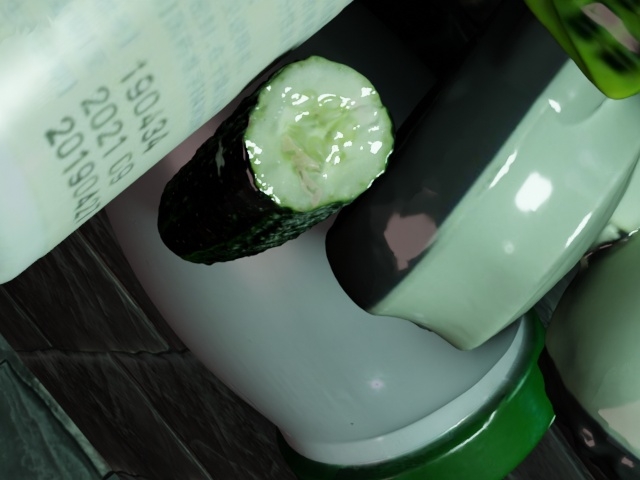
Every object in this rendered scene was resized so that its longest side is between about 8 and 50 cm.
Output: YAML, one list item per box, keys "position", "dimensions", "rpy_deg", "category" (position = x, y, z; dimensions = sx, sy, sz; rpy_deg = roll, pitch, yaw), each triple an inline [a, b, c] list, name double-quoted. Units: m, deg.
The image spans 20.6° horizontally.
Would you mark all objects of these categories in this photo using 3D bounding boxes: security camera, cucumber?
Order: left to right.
- position: [-0.034, -0.030, 0.930]
  dimensions: [0.074, 0.074, 0.241]
  rpy_deg: [49, 158, -3]
  category: "cucumber"
- position: [0.159, 0.017, 0.930]
  dimensions: [0.277, 0.191, 0.197]
  rpy_deg: [36, -167, -3]
  category: "security camera"

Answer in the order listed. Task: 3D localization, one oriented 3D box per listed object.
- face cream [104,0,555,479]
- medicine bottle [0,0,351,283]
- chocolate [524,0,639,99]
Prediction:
- position: [0.000, 0.000, 1.182]
  dimensions: [0.312, 0.219, 0.357]
  rpy_deg: [14, 142, 52]
  category: "face cream"
- position: [-0.089, -0.164, 0.840]
  dimensions: [0.213, 0.378, 0.213]
  rpy_deg: [40, 158, 20]
  category: "medicine bottle"
- position: [0.115, -0.237, 0.644]
  dimensions: [0.289, 0.137, 0.301]
  rpy_deg: [47, 155, 0]
  category: "chocolate"
